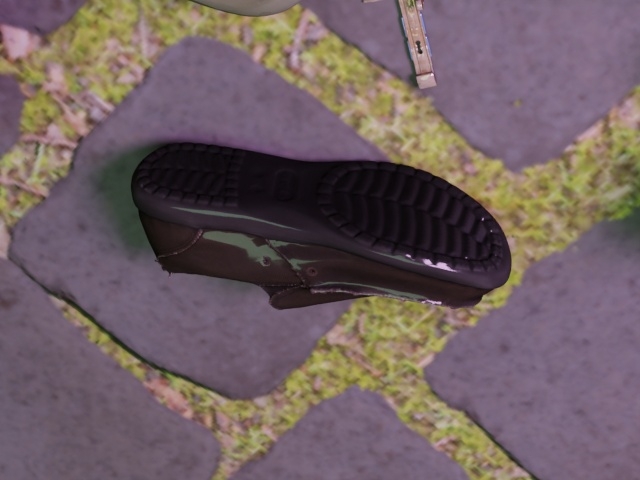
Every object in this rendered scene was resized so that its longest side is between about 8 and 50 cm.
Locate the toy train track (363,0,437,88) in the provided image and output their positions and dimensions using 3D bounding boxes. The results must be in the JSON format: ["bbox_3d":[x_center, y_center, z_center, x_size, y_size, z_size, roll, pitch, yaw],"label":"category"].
[{"bbox_3d":[0.049,-0.119,0.707,0.048,0.014,0.083,-10,120,13],"label":"toy train track"}]

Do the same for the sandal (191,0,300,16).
[{"bbox_3d":[-0.141,-0.183,0.635,0.302,0.086,0.120,17,123,15],"label":"sandal"}]

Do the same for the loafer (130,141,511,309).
[{"bbox_3d":[0.000,0.000,0.757,0.220,0.080,0.078,13,132,6],"label":"loafer"}]
